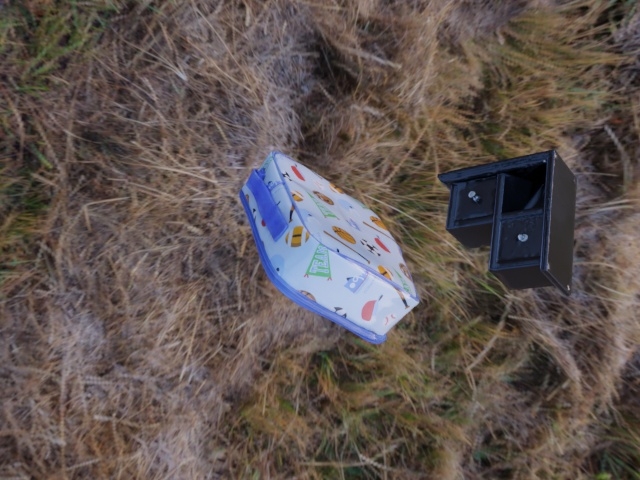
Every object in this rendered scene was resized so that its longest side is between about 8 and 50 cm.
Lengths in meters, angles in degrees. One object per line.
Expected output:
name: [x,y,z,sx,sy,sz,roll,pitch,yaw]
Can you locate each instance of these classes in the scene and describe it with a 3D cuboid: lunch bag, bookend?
lunch bag: [0.000,0.000,1.124,0.243,0.303,0.115,28,109,-31]
bookend: [0.217,-0.013,0.934,0.157,0.072,0.156,-9,58,38]
